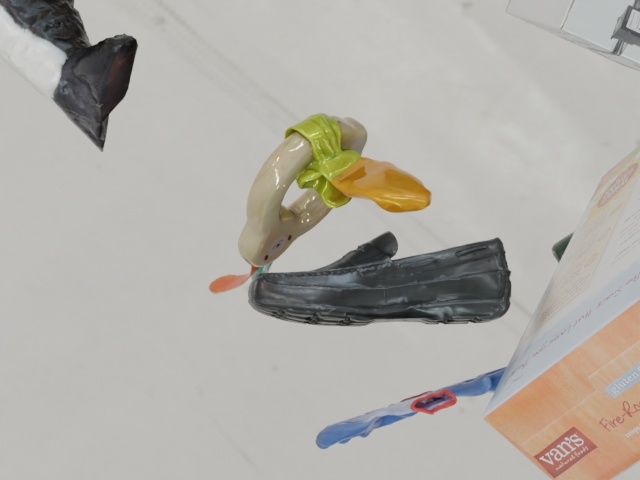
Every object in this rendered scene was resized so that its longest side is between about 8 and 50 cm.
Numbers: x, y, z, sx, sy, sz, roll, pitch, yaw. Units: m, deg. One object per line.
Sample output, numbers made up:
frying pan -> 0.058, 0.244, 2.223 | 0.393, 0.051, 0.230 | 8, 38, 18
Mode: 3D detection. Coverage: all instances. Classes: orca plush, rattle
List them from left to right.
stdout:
orca plush -> -0.183, -0.181, 0.857 | 0.102, 0.287, 0.151 | -47, 153, -7
rattle -> 0.000, 0.000, 1.432 | 0.142, 0.130, 0.200 | 33, 108, 9

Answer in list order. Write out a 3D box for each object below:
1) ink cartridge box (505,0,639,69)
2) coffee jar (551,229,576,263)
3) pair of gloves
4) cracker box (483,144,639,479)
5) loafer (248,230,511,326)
ink cartridge box -> 0.260, -0.203, 1.506 | 0.150, 0.109, 0.063 | 19, 98, -26
coffee jar -> 0.340, -0.008, 1.736 | 0.184, 0.096, 0.079 | -34, 77, 12
pair of gloves -> 0.096, 0.140, 1.414 | 0.198, 0.159, 0.023 | -13, 83, -38
cracker box -> 0.181, 0.002, 0.795 | 0.067, 0.156, 0.232 | 43, 40, -5
loafer -> 0.050, 0.032, 1.387 | 0.223, 0.076, 0.078 | -1, 81, -7
